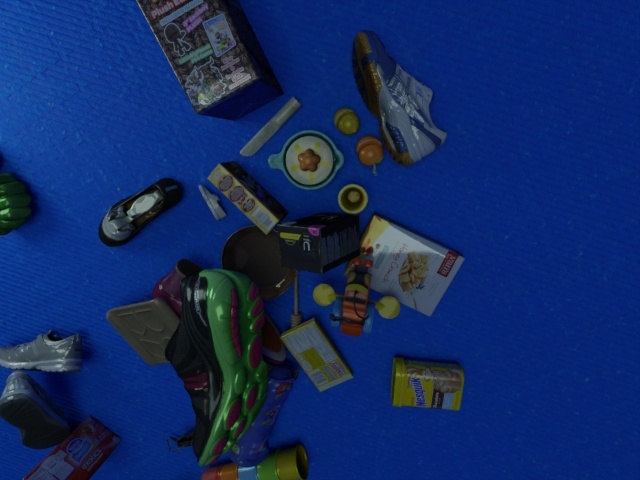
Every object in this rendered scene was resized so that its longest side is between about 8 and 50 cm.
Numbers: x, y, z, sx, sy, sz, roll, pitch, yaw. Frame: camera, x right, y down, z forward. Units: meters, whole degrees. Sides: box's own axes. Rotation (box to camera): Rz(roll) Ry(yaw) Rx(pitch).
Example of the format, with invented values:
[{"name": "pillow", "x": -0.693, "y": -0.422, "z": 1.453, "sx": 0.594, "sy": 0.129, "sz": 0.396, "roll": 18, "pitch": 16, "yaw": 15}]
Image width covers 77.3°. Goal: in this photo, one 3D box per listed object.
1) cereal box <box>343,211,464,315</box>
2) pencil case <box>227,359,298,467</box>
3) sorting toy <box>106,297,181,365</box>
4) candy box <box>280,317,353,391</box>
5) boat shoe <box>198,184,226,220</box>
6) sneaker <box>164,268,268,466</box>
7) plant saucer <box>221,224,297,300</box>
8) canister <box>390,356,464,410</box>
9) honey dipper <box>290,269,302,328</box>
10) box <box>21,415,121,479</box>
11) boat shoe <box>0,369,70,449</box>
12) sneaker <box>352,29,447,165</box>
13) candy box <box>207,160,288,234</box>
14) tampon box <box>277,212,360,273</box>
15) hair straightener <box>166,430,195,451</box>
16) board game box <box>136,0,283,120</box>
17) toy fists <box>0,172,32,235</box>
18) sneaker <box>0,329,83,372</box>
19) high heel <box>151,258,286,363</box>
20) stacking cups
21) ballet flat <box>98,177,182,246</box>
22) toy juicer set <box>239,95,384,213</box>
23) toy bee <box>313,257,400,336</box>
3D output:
[{"name": "cereal box", "x": 0.200, "y": 0.059, "z": 0.976, "sx": 0.240, "sy": 0.047, "sz": 0.173, "roll": 25, "pitch": 107, "yaw": 1}, {"name": "pencil case", "x": -0.158, "y": 0.452, "z": 1.080, "sx": 0.119, "sy": 0.133, "sz": 0.306, "roll": 30, "pitch": 108, "yaw": 32}, {"name": "sorting toy", "x": -0.411, "y": 0.282, "z": 1.082, "sx": 0.229, "sy": 0.041, "sz": 0.307, "roll": -16, "pitch": 116, "yaw": 30}, {"name": "candy box", "x": -0.007, "y": 0.304, "z": 1.056, "sx": 0.105, "sy": 0.027, "sz": 0.206, "roll": -28, "pitch": 109, "yaw": 11}, {"name": "boat shoe", "x": -0.270, "y": -0.099, "z": 1.006, "sx": 0.035, "sy": 0.035, "sz": 0.100, "roll": -31, "pitch": 95, "yaw": -14}, {"name": "sneaker", "x": -0.242, "y": 0.286, "z": 0.924, "sx": 0.202, "sy": 0.185, "sz": 0.483, "roll": 14, "pitch": 105, "yaw": 30}, {"name": "plant saucer", "x": -0.153, "y": 0.055, "z": 1.024, "sx": 0.198, "sy": 0.036, "sz": 0.199, "roll": 2, "pitch": 104, "yaw": 8}, {"name": "canister", "x": 0.272, "y": 0.370, "z": 1.032, "sx": 0.169, "sy": 0.073, "sz": 0.126, "roll": 3, "pitch": 104, "yaw": 5}, {"name": "honey dipper", "x": -0.063, "y": 0.151, "z": 1.044, "sx": 0.030, "sy": 0.030, "sz": 0.161, "roll": 1, "pitch": 99, "yaw": 7}, {"name": "box", "x": -0.709, "y": 0.644, "z": 1.123, "sx": 0.128, "sy": 0.257, "sz": 0.123, "roll": 40, "pitch": 104, "yaw": -3}, {"name": "boat shoe", "x": -0.813, "y": 0.499, "z": 1.154, "sx": 0.118, "sy": 0.103, "sz": 0.320, "roll": -15, "pitch": 135, "yaw": -16}, {"name": "sneaker", "x": 0.171, "y": -0.318, "z": 0.873, "sx": 0.131, "sy": 0.112, "sz": 0.296, "roll": -26, "pitch": 101, "yaw": -5}, {"name": "candy box", "x": -0.167, "y": -0.105, "z": 0.950, "sx": 0.186, "sy": 0.109, "sz": 0.053, "roll": 42, "pitch": 105, "yaw": -5}, {"name": "tampon box", "x": 0.000, "y": 0.000, "z": 0.910, "sx": 0.120, "sy": 0.161, "sz": 0.101, "roll": 6, "pitch": 106, "yaw": 35}, {"name": "hair straightener", "x": -0.354, "y": 0.555, "z": 1.148, "sx": 0.230, "sy": 0.089, "sz": 0.047, "roll": -20, "pitch": 83, "yaw": 14}, {"name": "board game box", "x": -0.222, "y": -0.414, "z": 0.817, "sx": 0.141, "sy": 0.232, "sz": 0.291, "roll": -25, "pitch": 100, "yaw": 11}, {"name": "toy fists", "x": -0.875, "y": -0.149, "z": 1.034, "sx": 0.142, "sy": 0.096, "sz": 0.279, "roll": -39, "pitch": 95, "yaw": 13}, {"name": "sneaker", "x": -0.798, "y": 0.317, "z": 1.155, "sx": 0.281, "sy": 0.105, "sz": 0.115, "roll": -1, "pitch": 70, "yaw": 11}, {"name": "high heel", "x": -0.267, "y": 0.217, "z": 1.056, "sx": 0.377, "sy": 0.127, "sz": 0.181, "roll": 44, "pitch": 121, "yaw": -3}, {"name": "stacking cups", "x": -0.197, "y": 0.662, "z": 1.152, "sx": 0.316, "sy": 0.096, "sz": 0.096, "roll": -16, "pitch": 101, "yaw": 12}, {"name": "ballet flat", "x": -0.475, "y": -0.068, "z": 1.003, "sx": 0.280, "sy": 0.096, "sz": 0.095, "roll": -34, "pitch": 98, "yaw": 14}, {"name": "toy juicer set", "x": -0.009, "y": -0.217, "z": 0.913, "sx": 0.329, "sy": 0.089, "sz": 0.209, "roll": 27, "pitch": 106, "yaw": 0}, {"name": "toy bee", "x": 0.095, "y": 0.131, "z": 0.920, "sx": 0.195, "sy": 0.298, "sz": 0.162, "roll": 17, "pitch": 72, "yaw": -12}]
